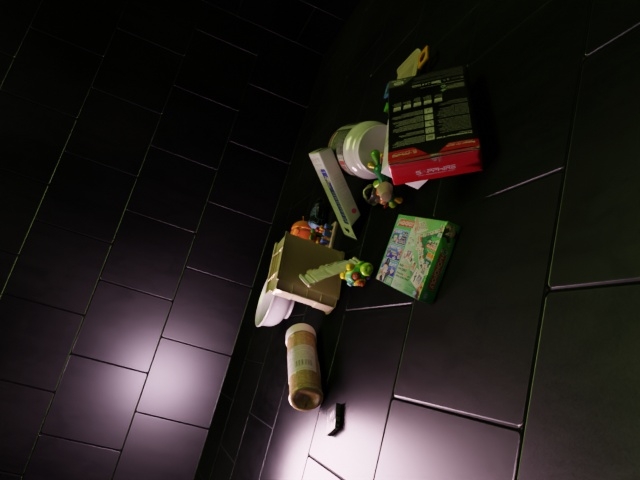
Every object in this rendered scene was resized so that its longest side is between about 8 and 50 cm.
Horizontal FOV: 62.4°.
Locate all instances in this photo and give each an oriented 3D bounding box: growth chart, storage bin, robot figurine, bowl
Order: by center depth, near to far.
[{"bbox_3d":[0.039,0.108,1.907,0.172,0.238,0.021,-118,9,-76],"label":"growth chart"},{"bbox_3d":[-0.057,0.132,2.063,0.123,0.263,0.260,-48,27,51],"label":"storage bin"},{"bbox_3d":[-0.089,-0.002,2.578,0.128,0.158,0.219,-19,58,58],"label":"robot figurine"},{"bbox_3d":[-0.212,0.305,2.635,0.298,0.134,0.297,-160,90,-75],"label":"bowl"}]

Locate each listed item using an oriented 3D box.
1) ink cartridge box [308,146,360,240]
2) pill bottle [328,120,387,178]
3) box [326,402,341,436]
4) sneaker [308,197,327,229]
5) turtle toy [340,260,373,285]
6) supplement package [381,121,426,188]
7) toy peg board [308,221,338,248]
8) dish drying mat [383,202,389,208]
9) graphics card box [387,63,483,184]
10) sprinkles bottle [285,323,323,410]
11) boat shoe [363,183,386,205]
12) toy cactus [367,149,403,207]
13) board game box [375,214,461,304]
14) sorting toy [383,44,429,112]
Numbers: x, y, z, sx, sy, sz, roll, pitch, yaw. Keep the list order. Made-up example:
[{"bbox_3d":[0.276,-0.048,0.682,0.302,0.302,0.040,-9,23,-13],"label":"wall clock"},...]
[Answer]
[{"bbox_3d":[0.068,-0.185,2.074,0.176,0.069,0.370,-150,36,-75],"label":"ink cartridge box"},{"bbox_3d":[0.166,-0.333,1.956,0.363,0.210,0.210,-142,72,-74],"label":"pill bottle"},{"bbox_3d":[0.041,0.558,1.647,0.067,0.018,0.083,124,160,-43],"label":"box"},{"bbox_3d":[-0.009,-0.129,2.564,0.232,0.082,0.090,-99,27,-61],"label":"sneaker"},{"bbox_3d":[0.131,0.112,1.776,0.130,0.095,0.066,-57,42,44],"label":"turtle toy"},{"bbox_3d":[0.289,-0.309,1.632,0.134,0.139,0.244,-46,26,52],"label":"supplement package"},{"bbox_3d":[0.000,0.000,2.376,0.161,0.079,0.161,143,144,-64],"label":"toy peg board"},{"bbox_3d":[0.238,-0.153,1.868,0.032,0.008,0.083,137,149,-62],"label":"dish drying mat"},{"bbox_3d":[0.302,-0.320,1.436,0.094,0.233,0.370,63,-156,-46],"label":"graphics card box"},{"bbox_3d":[-0.064,0.456,1.945,0.355,0.121,0.121,-100,33,-62],"label":"sprinkles bottle"},{"bbox_3d":[0.191,-0.171,1.912,0.223,0.074,0.080,-143,74,-79],"label":"boat shoe"},{"bbox_3d":[0.215,-0.181,1.695,0.180,0.112,0.218,-85,-14,-56],"label":"toy cactus"},{"bbox_3d":[0.260,0.041,1.473,0.317,0.046,0.213,-155,86,-75],"label":"board game box"},{"bbox_3d":[0.336,-0.603,2.021,0.348,0.047,0.195,150,133,-68],"label":"sorting toy"}]
